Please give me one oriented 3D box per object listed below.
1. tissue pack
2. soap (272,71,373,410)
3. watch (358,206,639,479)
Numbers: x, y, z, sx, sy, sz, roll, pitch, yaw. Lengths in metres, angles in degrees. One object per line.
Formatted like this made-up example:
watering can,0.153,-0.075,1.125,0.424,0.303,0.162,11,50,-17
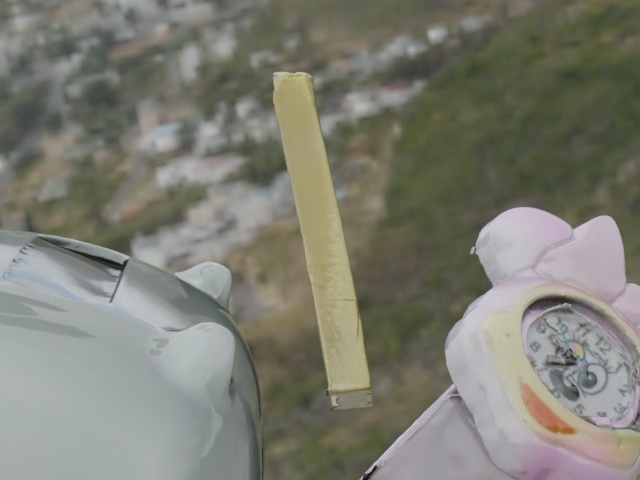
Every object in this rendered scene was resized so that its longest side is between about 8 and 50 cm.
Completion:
tissue pack,-0.142,0.112,0.878,0.229,0.236,0.333,21,5,-5
soap,0.001,0.000,1.431,0.037,0.252,0.092,-10,-12,-1
watch,0.135,0.122,1.365,0.248,0.211,0.217,-41,-5,-48
